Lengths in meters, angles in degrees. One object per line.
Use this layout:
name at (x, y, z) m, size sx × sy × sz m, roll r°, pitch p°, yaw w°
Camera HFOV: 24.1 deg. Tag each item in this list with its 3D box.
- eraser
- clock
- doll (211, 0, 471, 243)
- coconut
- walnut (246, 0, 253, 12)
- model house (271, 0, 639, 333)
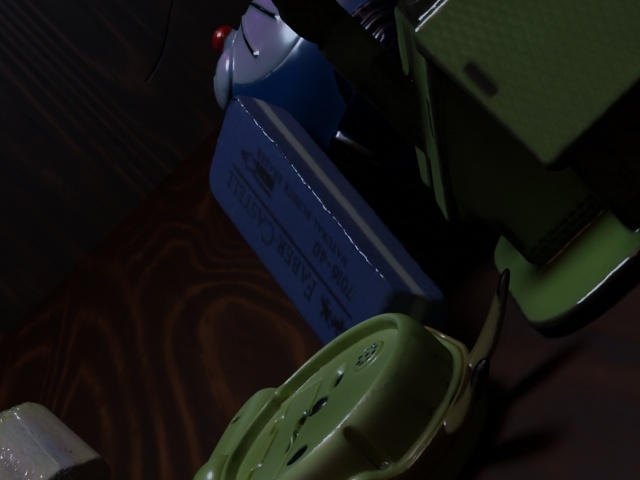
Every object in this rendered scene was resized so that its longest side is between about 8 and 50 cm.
eraser at (0.000, 0.000, 0.945) m, size 0.036 × 0.225 × 0.082 m, roll -8°, pitch -47°, yaw -33°
clock at (0.022, 0.105, 0.808) m, size 0.232 × 0.069 × 0.170 m, roll -37°, pitch 13°, yaw 32°
doll at (0.057, -0.143, 1.086) m, size 0.310 × 0.240 × 0.284 m, roll -61°, pitch 3°, yaw -7°
coconut at (-0.233, 0.208, 1.238) m, size 0.116 × 0.122 × 0.116 m, roll -36°, pitch -30°, yaw -25°
walnut at (0.032, -0.181, 1.343) m, size 0.269 × 0.222 × 0.244 m, roll 91°, pitch 173°, yaw -45°
model house at (0.103, -0.127, 0.842) m, size 0.218 × 0.279 × 0.205 m, roll -44°, pitch 13°, yaw 7°
